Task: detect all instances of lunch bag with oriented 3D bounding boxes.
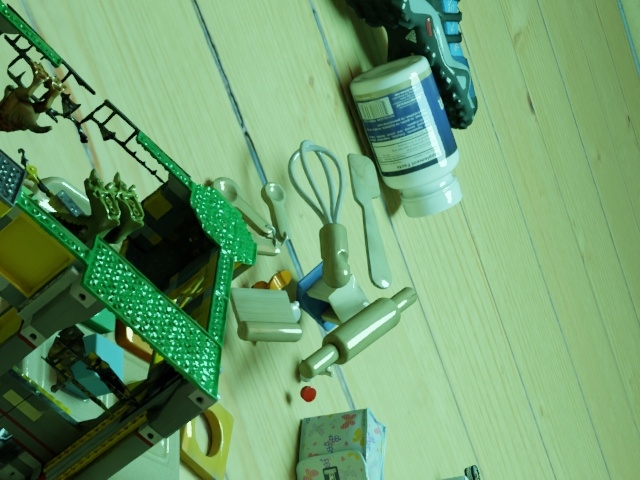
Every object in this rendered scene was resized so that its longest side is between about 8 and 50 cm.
[{"bbox_3d":[0.019,0.198,1.152,0.053,0.071,0.083,50,37,-46],"label":"lunch bag"}]

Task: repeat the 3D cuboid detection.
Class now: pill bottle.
[{"bbox_3d":[0.103,-0.116,1.452,0.169,0.094,0.094,69,26,-16],"label":"pill bottle"}]

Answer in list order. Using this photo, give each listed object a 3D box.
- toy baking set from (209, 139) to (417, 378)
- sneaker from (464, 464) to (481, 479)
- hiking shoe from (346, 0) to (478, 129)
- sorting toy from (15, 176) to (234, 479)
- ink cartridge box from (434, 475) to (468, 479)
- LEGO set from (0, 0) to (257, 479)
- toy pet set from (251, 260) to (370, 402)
[{"bbox_3d":[0.003,0.006,1.140,0.256,0.030,0.197,-26,82,-44],"label":"toy baking set"},{"bbox_3d":[0.168,0.364,1.354,0.153,0.101,0.268,61,24,-29],"label":"sneaker"},{"bbox_3d":[0.134,-0.254,1.503,0.132,0.113,0.304,-57,142,-21],"label":"hiking shoe"},{"bbox_3d":[-0.142,0.073,0.909,0.347,0.047,0.196,41,43,-52],"label":"sorting toy"},{"bbox_3d":[0.113,0.310,1.227,0.175,0.127,0.072,56,30,-39],"label":"ink cartridge box"},{"bbox_3d":[-0.202,0.010,0.719,0.331,0.192,0.255,41,22,-30],"label":"LEGO set"},{"bbox_3d":[-0.019,0.066,1.180,0.114,0.065,0.122,-42,118,-23],"label":"toy pet set"}]
